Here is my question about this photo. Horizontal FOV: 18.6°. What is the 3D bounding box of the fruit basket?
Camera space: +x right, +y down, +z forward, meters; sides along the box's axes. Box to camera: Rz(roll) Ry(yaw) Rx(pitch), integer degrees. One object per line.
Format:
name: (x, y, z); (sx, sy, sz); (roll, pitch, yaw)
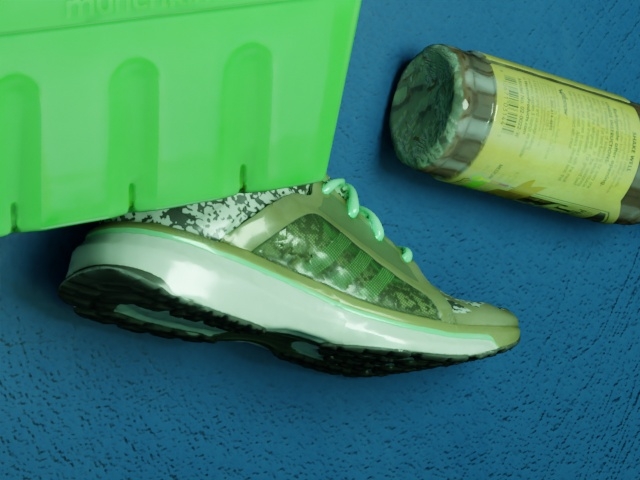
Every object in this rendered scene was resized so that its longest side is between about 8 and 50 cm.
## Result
fruit basket: (-0.178, -0.205, 1.282); (0.392, 0.283, 0.392); (-6, 102, -29)

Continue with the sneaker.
sneaker: (0.000, 0.000, 1.520); (0.410, 0.158, 0.182); (15, 75, -35)

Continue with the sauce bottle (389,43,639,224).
sauce bottle: (0.223, -0.072, 1.633); (0.344, 0.111, 0.111); (14, 93, -29)
